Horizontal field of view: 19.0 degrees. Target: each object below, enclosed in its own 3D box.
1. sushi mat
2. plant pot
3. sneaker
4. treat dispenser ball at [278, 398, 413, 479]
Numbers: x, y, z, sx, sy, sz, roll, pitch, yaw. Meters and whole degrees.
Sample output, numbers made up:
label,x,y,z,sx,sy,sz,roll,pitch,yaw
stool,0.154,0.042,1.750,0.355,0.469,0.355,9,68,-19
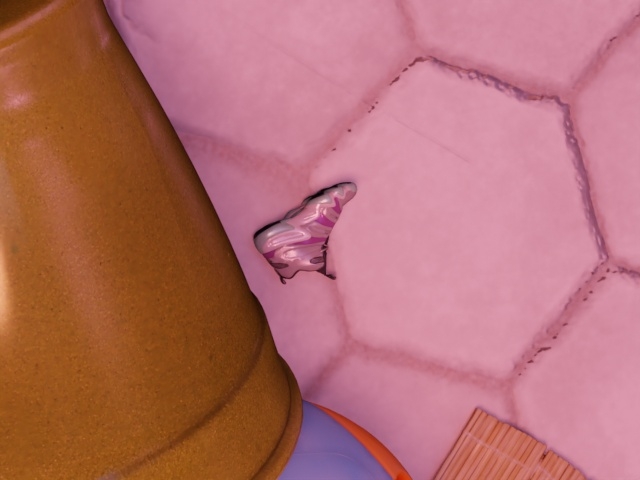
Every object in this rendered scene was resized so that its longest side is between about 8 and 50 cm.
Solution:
label,x,y,z,sx,sy,sz,roll,pitch,yaw
sushi mat,0.111,0.308,1.613,0.151,0.019,0.316,36,78,-12
plant pot,-0.224,0.002,1.280,0.366,0.366,0.353,-21,118,-17
sneaker,0.000,0.000,1.583,0.098,0.038,0.069,-32,99,-6
treat dispenser ball,-0.051,0.257,1.425,0.288,0.288,0.288,1,88,-17
